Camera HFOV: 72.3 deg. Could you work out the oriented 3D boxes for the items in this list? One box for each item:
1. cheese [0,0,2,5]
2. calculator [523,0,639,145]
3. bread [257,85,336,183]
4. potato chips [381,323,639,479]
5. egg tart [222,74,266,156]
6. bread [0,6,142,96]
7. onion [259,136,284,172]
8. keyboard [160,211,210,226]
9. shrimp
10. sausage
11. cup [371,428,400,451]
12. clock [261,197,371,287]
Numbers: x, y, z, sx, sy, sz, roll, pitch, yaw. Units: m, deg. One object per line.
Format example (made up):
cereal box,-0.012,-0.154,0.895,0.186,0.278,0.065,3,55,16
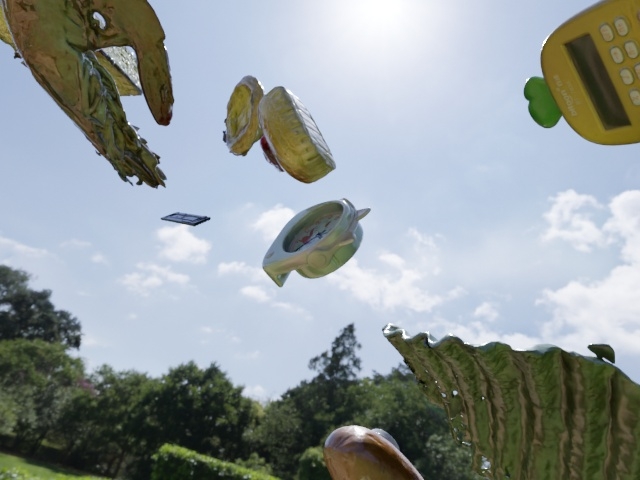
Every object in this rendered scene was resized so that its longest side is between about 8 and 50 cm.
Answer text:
cheese,-0.291,-0.344,0.500,0.127,0.235,0.050,42,-11,1
calculator,0.294,-0.160,0.414,0.146,0.032,0.235,54,-16,-15
bread,-0.062,-0.237,1.006,0.106,0.236,0.140,-34,-28,16
potato chips,0.263,0.247,0.592,0.389,0.097,0.373,53,-34,-13
egg tart,-0.245,-0.414,1.480,0.095,0.278,0.279,7,-22,-34
bread,-0.475,-0.338,0.799,0.178,0.135,0.240,-29,-33,9
onion,-0.137,-0.326,1.567,0.150,0.140,0.150,54,-8,12
keyboard,-0.414,-0.067,1.337,0.204,0.061,0.013,9,-62,43
shrimp,-0.194,-0.152,0.410,0.133,0.053,0.236,-18,-62,5
sausage,0.104,0.370,0.623,0.109,0.109,0.270,-23,-73,47
cup,0.077,0.390,0.789,0.102,0.099,0.074,34,-56,26
clock,0.000,0.000,1.246,0.324,0.265,0.108,-14,-58,41
